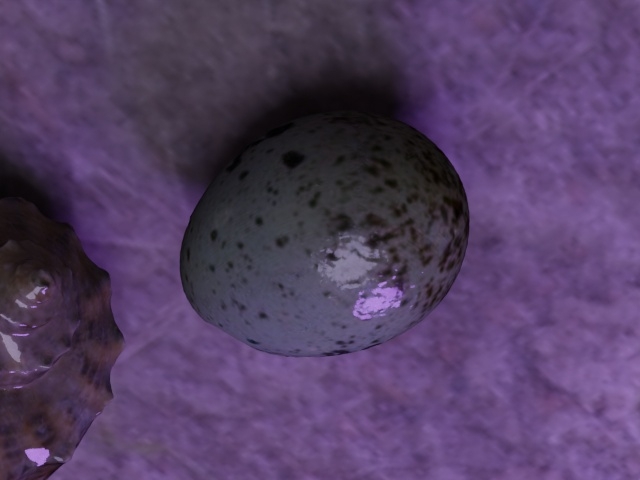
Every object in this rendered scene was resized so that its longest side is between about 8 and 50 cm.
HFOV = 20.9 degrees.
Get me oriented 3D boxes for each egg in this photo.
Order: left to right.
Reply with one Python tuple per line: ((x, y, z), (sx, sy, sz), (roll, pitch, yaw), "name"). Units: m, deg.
((0.000, 0.000, 0.611), (0.110, 0.085, 0.085), (-28, 122, 23), "egg")

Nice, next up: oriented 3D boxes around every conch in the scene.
((-0.169, 0.037, 0.652), (0.207, 0.130, 0.155), (-23, 92, 43), "conch")
